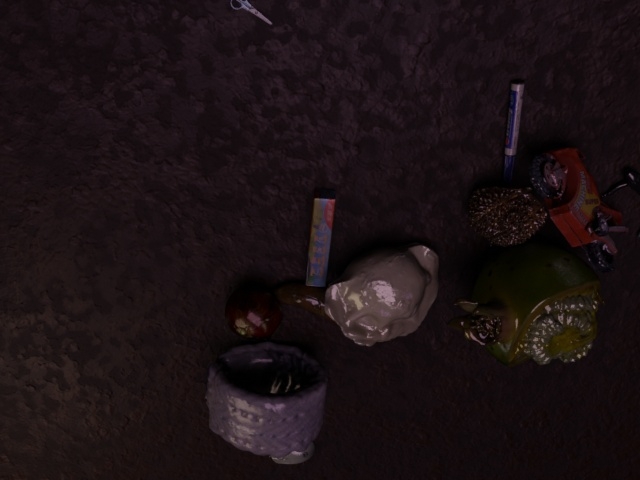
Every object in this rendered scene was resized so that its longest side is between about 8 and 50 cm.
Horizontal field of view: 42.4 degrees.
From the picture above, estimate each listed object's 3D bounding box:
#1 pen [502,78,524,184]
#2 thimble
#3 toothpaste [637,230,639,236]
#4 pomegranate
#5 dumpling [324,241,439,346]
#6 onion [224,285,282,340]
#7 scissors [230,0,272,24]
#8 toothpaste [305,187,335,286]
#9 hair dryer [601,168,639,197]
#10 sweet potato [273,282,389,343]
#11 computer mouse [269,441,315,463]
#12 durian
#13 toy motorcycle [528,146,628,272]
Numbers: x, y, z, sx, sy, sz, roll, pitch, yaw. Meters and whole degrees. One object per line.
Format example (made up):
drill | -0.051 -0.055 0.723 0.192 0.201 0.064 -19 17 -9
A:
pen | 0.363 -0.203 1.560 0.025 0.025 0.204 -1 117 -2
thimble | -0.111 0.326 1.698 0.245 0.217 0.157 8 116 8
toothpaste | 0.750 -0.009 1.673 0.205 0.036 0.056 13 117 -5
pomegranate | 0.390 0.129 1.589 0.340 0.260 0.260 -1 122 -37
dumpling | 0.135 0.109 1.634 0.258 0.147 0.193 -32 104 -15
onion | -0.137 0.142 1.664 0.117 0.118 0.119 -10 118 19
scissors | -0.119 -0.404 1.445 0.083 0.006 0.036 34 112 -18
toothpaste | 0.000 0.000 1.619 0.044 0.070 0.193 4 117 -3
hair dryer | 0.599 -0.099 1.629 0.083 0.031 0.079 -29 124 26
sweet potato | 0.035 0.142 1.695 0.273 0.075 0.075 22 114 -11
computer mouse | -0.065 0.488 1.884 0.110 0.032 0.056 -13 116 4
durian | 0.350 -0.042 1.563 0.148 0.091 0.188 31 145 0
toy motorcycle | 0.486 -0.073 1.560 0.089 0.171 0.298 -24 122 36
